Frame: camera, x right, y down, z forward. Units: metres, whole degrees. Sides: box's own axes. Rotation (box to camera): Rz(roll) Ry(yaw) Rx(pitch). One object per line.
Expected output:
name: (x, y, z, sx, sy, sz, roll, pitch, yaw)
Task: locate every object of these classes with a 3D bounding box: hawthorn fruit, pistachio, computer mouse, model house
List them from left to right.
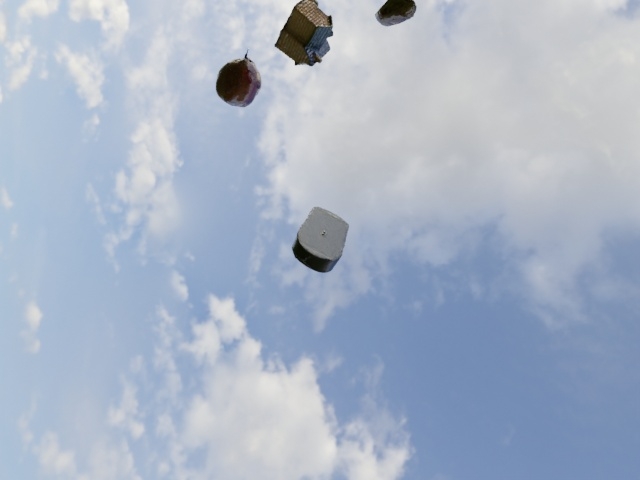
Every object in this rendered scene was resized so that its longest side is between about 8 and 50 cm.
hawthorn fruit: (-0.325, -0.655, 1.849, 0.181, 0.181, 0.235, 53, -45, 29)
model house: (-0.032, -0.722, 1.619, 0.172, 0.166, 0.183, 41, -32, -1)
computer mouse: (-0.002, 0.004, 1.593, 0.168, 0.295, 0.087, 29, -49, -3)
pistachio: (0.241, -0.769, 1.547, 0.173, 0.049, 0.090, 5, -47, 48)
